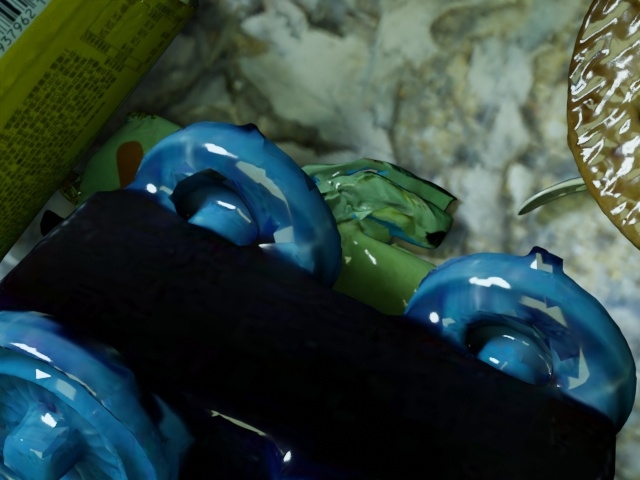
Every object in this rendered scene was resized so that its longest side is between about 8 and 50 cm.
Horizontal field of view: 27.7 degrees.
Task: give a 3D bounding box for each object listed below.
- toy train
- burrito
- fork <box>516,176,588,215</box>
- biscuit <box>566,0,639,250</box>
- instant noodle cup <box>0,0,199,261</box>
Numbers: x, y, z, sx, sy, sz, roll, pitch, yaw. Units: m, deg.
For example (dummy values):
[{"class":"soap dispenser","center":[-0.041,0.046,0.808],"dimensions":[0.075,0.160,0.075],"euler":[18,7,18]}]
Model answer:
[{"class":"toy train","center":[-0.022,0.109,0.582],"dimensions":[0.300,0.188,0.265],"euler":[24,139,15]},{"class":"burrito","center":[0.000,0.000,0.664],"dimensions":[0.288,0.054,0.104],"euler":[28,105,14]},{"class":"fork","center":[0.199,-0.026,0.602],"dimensions":[0.219,0.034,0.028],"euler":[-7,88,19]},{"class":"biscuit","center":[0.202,-0.066,0.576],"dimensions":[0.188,0.027,0.187],"euler":[-3,83,23]},{"class":"instant noodle cup","center":[-0.198,-0.116,0.612],"dimensions":[0.200,0.264,0.264],"euler":[-45,84,11]}]
